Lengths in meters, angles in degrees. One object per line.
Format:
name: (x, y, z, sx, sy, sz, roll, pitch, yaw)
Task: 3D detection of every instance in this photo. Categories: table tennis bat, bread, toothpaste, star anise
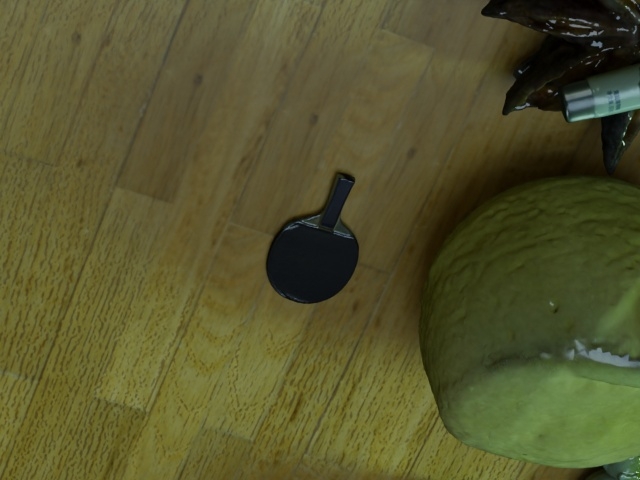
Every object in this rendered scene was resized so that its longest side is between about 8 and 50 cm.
table tennis bat: (0.000, 0.000, 1.597, 0.095, 0.014, 0.158, 16, 116, -14)
bread: (0.263, 0.086, 1.557, 0.320, 0.237, 0.320, 2, 141, 2)
toothpaste: (0.342, -0.155, 1.421, 0.239, 0.039, 0.062, -14, 121, 0)
star anise: (0.313, -0.218, 1.468, 0.332, 0.117, 0.331, 0, 124, 0)

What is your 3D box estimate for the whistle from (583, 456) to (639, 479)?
whistle: (0.351, 0.269, 1.769, 0.104, 0.057, 0.198, 3, 110, -3)
